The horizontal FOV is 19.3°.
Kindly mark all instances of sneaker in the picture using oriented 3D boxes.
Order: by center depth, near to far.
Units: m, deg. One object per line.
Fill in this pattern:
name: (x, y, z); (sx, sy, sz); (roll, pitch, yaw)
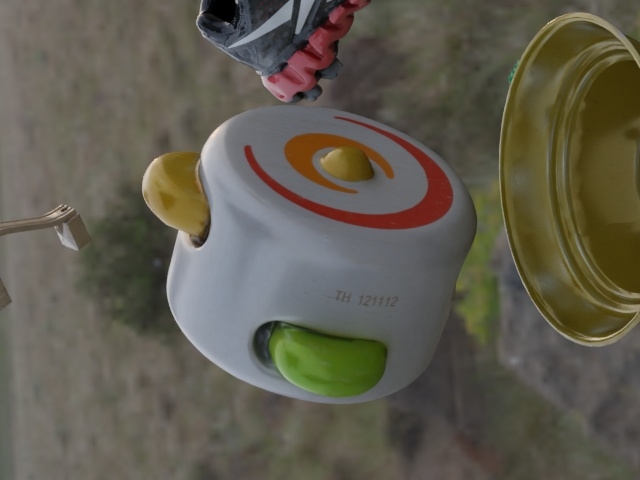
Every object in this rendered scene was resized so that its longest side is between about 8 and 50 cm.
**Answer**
sneaker: (-0.002, -0.226, 1.422); (0.276, 0.135, 0.098); (-51, 23, 36)

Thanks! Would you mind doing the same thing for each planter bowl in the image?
planter bowl: (0.207, -0.042, 1.236); (0.217, 0.090, 0.217); (175, 90, -68)

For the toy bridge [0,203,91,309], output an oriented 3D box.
toy bridge: (-0.270, 0.027, 1.505); (0.026, 0.188, 0.063); (22, 142, 46)

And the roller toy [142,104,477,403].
roller toy: (0.000, 0.000, 1.267); (0.209, 0.191, 0.146); (35, 124, 27)

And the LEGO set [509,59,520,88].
LEGO set: (0.360, -0.077, 2.107); (0.255, 0.192, 0.331); (-13, 87, 57)
